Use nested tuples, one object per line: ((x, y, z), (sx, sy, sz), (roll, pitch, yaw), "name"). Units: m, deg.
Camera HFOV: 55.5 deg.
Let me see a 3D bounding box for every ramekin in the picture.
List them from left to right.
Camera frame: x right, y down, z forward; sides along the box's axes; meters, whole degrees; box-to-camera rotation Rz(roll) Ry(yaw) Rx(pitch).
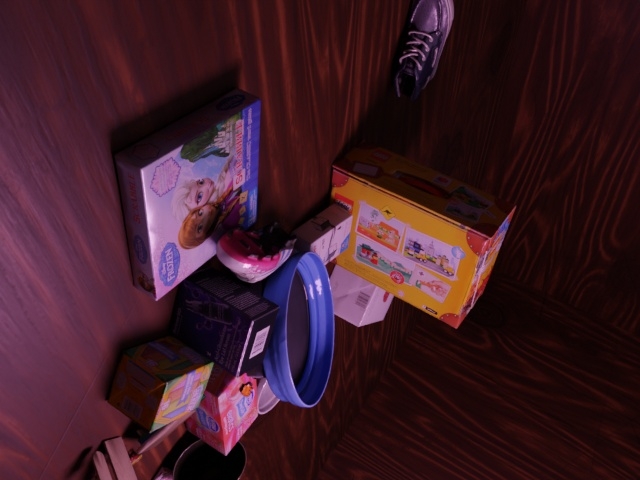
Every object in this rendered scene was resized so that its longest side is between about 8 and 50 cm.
((-0.172, 0.412, 1.857), (0.207, 0.109, 0.207), (-48, 153, -34), "ramekin")

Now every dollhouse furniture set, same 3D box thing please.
((-0.516, 0.530, 1.327), (0.151, 0.123, 0.144), (-31, 163, 14), "dollhouse furniture set")

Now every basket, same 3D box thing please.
((-0.313, 0.660, 1.732), (0.204, 0.154, 0.227), (-24, 158, -20), "basket")

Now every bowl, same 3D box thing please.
((-0.053, 0.222, 1.554), (0.391, 0.077, 0.391), (-2, 90, -73), "bowl")

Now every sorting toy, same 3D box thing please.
((-0.384, 0.447, 1.459), (0.274, 0.046, 0.132), (-41, 170, -6), "sorting toy")

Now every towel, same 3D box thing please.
((-0.443, 0.714, 1.696), (0.144, 0.029, 0.197), (-54, 157, -20), "towel")

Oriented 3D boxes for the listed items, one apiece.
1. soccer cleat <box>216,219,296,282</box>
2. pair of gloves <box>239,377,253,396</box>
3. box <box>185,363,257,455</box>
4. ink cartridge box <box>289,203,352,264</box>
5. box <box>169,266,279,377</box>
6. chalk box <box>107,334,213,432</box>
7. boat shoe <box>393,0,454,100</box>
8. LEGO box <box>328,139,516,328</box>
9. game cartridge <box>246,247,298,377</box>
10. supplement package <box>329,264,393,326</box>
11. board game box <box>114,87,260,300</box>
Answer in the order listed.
((-0.150, 0.046, 1.331), (0.143, 0.116, 0.331), (-52, 171, 15), "soccer cleat")
((-0.172, 0.357, 1.542), (0.083, 0.010, 0.074), (-60, 158, -17), "pair of gloves")
((-0.264, 0.404, 1.593), (0.154, 0.142, 0.300), (-47, 153, -39), "box")
((0.000, 0.000, 1.784), (0.190, 0.082, 0.140), (-37, 148, -37), "ink cartridge box")
((-0.216, 0.177, 1.356), (0.108, 0.207, 0.153), (-22, 134, -58), "box")
((-0.332, 0.301, 1.340), (0.213, 0.132, 0.132), (-14, 127, -64), "chalk box")
((0.292, -0.563, 1.761), (0.158, 0.127, 0.340), (-59, 160, -32), "boat shoe")
((0.270, -0.023, 1.832), (0.193, 0.500, 0.372), (-43, 151, -40), "LEGO box")
((-0.117, 0.176, 1.578), (0.230, 0.068, 0.355), (42, 48, -72), "game cartridge")
((0.151, 0.191, 2.241), (0.177, 0.175, 0.293), (-67, 158, 7), "supplement package")
((-0.240, -0.091, 1.186), (0.318, 0.066, 0.319), (-43, 152, -40), "board game box")
